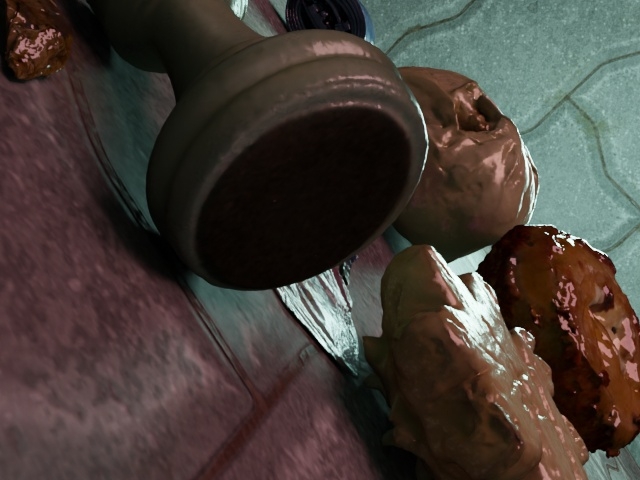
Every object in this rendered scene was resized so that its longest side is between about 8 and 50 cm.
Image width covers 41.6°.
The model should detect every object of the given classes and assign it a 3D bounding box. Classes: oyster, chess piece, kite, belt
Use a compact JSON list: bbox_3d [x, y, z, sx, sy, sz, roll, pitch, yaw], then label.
[{"bbox_3d":[-0.183,-0.133,0.545,0.051,0.034,0.093,25,38,-51],"label":"oyster"},{"bbox_3d":[-0.073,-0.126,0.627,0.194,0.194,0.299,36,16,-54],"label":"chess piece"},{"bbox_3d":[-0.003,0.002,0.873,0.204,0.022,0.360,55,18,-7],"label":"kite"},{"bbox_3d":[0.018,-0.406,1.585,0.190,0.141,0.082,57,12,11],"label":"belt"}]

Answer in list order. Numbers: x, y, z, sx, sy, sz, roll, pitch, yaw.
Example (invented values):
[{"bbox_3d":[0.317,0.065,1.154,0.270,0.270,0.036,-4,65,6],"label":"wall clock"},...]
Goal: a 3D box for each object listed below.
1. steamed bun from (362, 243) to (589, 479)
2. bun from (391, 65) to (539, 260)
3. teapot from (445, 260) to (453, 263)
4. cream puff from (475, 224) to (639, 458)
[{"bbox_3d":[0.128,0.149,0.763,0.292,0.137,0.295,56,20,-8],"label":"steamed bun"},{"bbox_3d":[0.213,-0.136,1.348,0.361,0.213,0.361,27,39,-24],"label":"bun"},{"bbox_3d":[0.256,-0.065,1.572,0.185,0.175,0.268,45,18,-31],"label":"teapot"},{"bbox_3d":[0.325,0.145,1.213,0.350,0.228,0.351,27,52,-41],"label":"cream puff"}]
